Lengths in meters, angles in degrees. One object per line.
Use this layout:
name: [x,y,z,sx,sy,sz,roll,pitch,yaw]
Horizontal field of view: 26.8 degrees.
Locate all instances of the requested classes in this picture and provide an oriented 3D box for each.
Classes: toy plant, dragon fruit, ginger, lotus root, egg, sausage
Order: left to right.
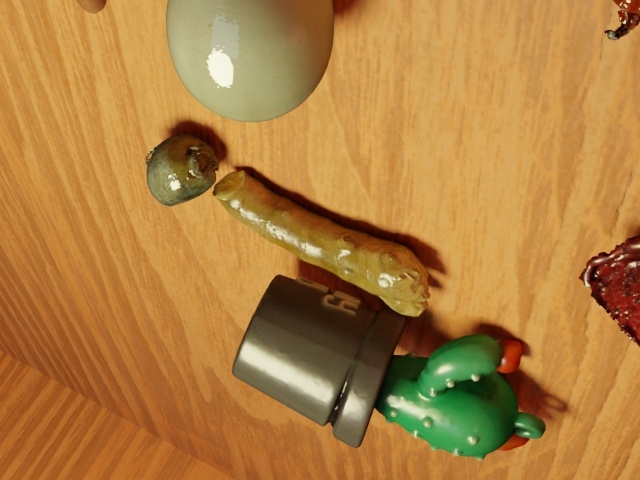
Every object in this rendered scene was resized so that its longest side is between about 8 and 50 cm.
sausage: [-0.253,-0.277,1.422,0.034,0.034,0.083,20,155,27]
lotus root: [-0.177,-0.084,1.651,0.088,0.088,0.165,37,160,-10]
egg: [-0.062,-0.197,1.189,0.151,0.151,0.209,26,146,16]
ginger: [0.002,-0.003,1.617,0.299,0.065,0.118,29,153,15]
toy plant: [0.098,0.180,1.728,0.400,0.185,0.279,23,128,3]
dragon fruit: [0.342,0.042,1.263,0.127,0.120,0.161,0,-146,-41]

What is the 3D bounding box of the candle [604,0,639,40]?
candle: [0.229,-0.194,0.951,0.053,0.048,0.162,9,153,10]
